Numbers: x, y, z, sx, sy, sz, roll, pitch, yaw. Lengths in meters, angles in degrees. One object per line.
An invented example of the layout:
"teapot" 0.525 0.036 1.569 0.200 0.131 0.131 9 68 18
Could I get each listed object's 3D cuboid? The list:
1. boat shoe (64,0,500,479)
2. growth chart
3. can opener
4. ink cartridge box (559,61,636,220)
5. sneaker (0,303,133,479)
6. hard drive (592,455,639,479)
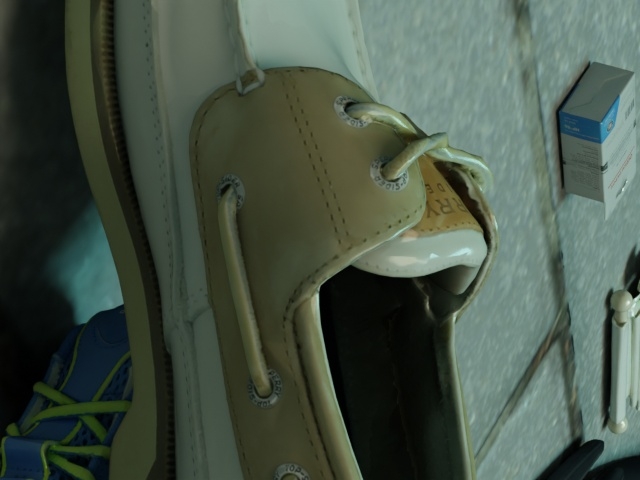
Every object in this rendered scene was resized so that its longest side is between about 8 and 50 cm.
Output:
"boat shoe" 0.000 0.000 0.399 0.113 0.103 0.302 0 84 -58
"growth chart" 0.279 0.040 1.082 0.237 0.021 0.172 -42 140 -42
"can opener" 0.162 0.192 0.951 0.059 0.073 0.186 57 42 -8
"ink cartridge box" 0.166 -0.058 0.816 0.048 0.028 0.083 -52 146 -30
"sneaker" -0.088 0.082 0.426 0.240 0.091 0.126 0 89 -60
"hard drive" 0.287 0.264 1.136 0.254 0.054 0.172 12 71 -63
